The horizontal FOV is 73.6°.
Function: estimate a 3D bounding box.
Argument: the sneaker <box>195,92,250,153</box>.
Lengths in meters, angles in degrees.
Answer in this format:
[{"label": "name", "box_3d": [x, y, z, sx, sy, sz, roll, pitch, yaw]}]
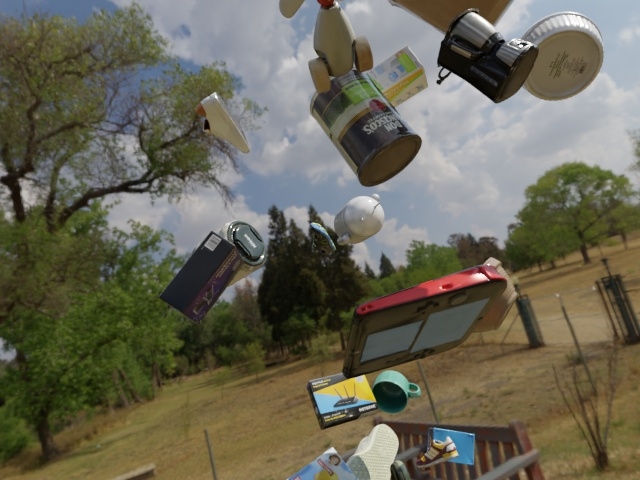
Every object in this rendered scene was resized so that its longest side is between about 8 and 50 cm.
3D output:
[{"label": "sneaker", "box_3d": [-0.381, -0.436, 1.669, 0.123, 0.105, 0.290, -27, -40, 6]}]

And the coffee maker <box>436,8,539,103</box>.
[{"label": "coffee maker", "box_3d": [0.356, -0.383, 0.931, 0.120, 0.178, 0.171, -40, -23, -4]}]

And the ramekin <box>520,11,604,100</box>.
[{"label": "ramekin", "box_3d": [0.602, -0.456, 1.081, 0.207, 0.207, 0.109, -21, 26, 31]}]

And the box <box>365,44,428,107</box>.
[{"label": "box", "box_3d": [0.226, -0.507, 1.383, 0.203, 0.114, 0.103, -30, -28, 11]}]

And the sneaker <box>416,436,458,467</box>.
[{"label": "sneaker", "box_3d": [0.450, 0.835, 1.686, 0.186, 0.083, 0.070, -35, -33, 27]}]

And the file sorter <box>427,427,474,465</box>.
[{"label": "file sorter", "box_3d": [0.544, 0.864, 1.805, 0.171, 0.118, 0.104, 9, -20, 0]}]

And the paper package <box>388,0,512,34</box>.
[{"label": "paper package", "box_3d": [0.391, -0.731, 1.155, 0.324, 0.310, 0.168, -57, -9, 26]}]

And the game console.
[{"label": "game console", "box_3d": [0.224, 0.205, 0.989, 0.342, 0.060, 0.386, -16, -34, -13]}]

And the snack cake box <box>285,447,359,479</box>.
[{"label": "snack cake box", "box_3d": [0.049, 0.649, 1.002, 0.152, 0.264, 0.089, -22, -46, -33]}]

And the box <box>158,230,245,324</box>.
[{"label": "box", "box_3d": [-0.374, 0.124, 1.390, 0.261, 0.103, 0.184, -55, -10, -17]}]

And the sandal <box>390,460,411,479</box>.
[{"label": "sandal", "box_3d": [0.295, 0.779, 1.242, 0.086, 0.302, 0.120, -20, 3, -21]}]

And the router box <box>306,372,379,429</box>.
[{"label": "router box", "box_3d": [0.063, 0.462, 1.255, 0.179, 0.133, 0.046, -6, -40, -25]}]

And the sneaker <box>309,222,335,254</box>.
[{"label": "sneaker", "box_3d": [0.000, 0.000, 1.744, 0.078, 0.067, 0.188, -32, -42, 1]}]

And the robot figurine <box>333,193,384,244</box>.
[{"label": "robot figurine", "box_3d": [0.185, -0.097, 2.090, 0.299, 0.200, 0.353, -57, 5, -18]}]

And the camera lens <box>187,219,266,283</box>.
[{"label": "camera lens", "box_3d": [-0.372, 0.062, 1.716, 0.274, 0.219, 0.219, -31, -18, 29]}]

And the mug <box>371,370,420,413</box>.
[{"label": "mug", "box_3d": [0.263, 0.535, 1.515, 0.158, 0.129, 0.097, 24, 20, 12]}]

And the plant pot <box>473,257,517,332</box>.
[{"label": "plant pot", "box_3d": [0.479, 0.176, 1.215, 0.110, 0.237, 0.237, 30, 12, 29]}]

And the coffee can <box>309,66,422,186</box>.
[{"label": "coffee can", "box_3d": [0.123, -0.319, 1.211, 0.202, 0.275, 0.201, -29, -21, -12]}]

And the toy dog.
[{"label": "toy dog", "box_3d": [0.017, -0.528, 1.006, 0.220, 0.161, 0.333, -7, -49, -15]}]

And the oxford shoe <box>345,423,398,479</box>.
[{"label": "oxford shoe", "box_3d": [0.168, 0.844, 1.571, 0.130, 0.169, 0.449, -49, -13, 22]}]
